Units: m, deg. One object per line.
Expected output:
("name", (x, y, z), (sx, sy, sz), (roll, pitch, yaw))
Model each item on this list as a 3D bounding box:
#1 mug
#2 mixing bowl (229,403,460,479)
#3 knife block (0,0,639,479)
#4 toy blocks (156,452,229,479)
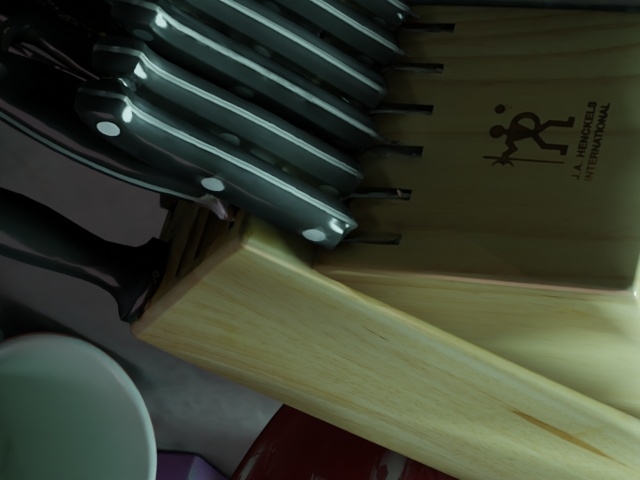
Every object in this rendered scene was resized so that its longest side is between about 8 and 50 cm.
("mug", (-0.173, 0.090, 0.826), (0.113, 0.150, 0.169), (-10, 178, -37))
("mixing bowl", (0.054, 0.091, 0.664), (0.181, 0.098, 0.181), (13, 154, 6))
("knife block", (0.000, 0.000, 0.532), (0.242, 0.088, 0.275), (5, 152, 24))
("toy blocks", (-0.037, 0.280, 0.906), (0.309, 0.260, 0.288), (-4, 147, 37))
